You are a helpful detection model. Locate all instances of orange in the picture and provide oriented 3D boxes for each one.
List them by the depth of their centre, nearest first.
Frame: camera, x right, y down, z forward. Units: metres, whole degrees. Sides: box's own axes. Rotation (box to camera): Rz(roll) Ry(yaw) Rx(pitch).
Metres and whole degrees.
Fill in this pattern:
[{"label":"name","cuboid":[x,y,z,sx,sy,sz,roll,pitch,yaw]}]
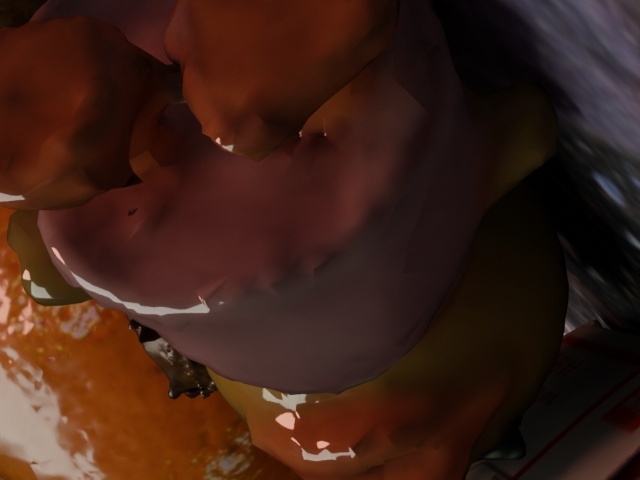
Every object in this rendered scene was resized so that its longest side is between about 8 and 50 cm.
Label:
[{"label":"orange","cuboid":[-0.147,0.059,1.210,0.424,0.326,0.424,44,176,4]}]

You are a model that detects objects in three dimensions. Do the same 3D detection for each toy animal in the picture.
[{"label":"toy animal","cuboid":[0.001,-0.002,0.556,0.281,0.195,0.169,56,-152,-45]}]

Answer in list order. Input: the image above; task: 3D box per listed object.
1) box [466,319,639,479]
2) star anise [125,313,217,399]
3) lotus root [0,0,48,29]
[{"label":"box","cuboid":[0.113,0.106,0.612,0.099,0.133,0.182,47,176,-7]},{"label":"star anise","cuboid":[-0.035,-0.003,0.824,0.346,0.148,0.237,-144,54,-65]},{"label":"lotus root","cuboid":[-0.164,-0.119,0.884,0.120,0.120,0.210,55,-156,-61]}]
